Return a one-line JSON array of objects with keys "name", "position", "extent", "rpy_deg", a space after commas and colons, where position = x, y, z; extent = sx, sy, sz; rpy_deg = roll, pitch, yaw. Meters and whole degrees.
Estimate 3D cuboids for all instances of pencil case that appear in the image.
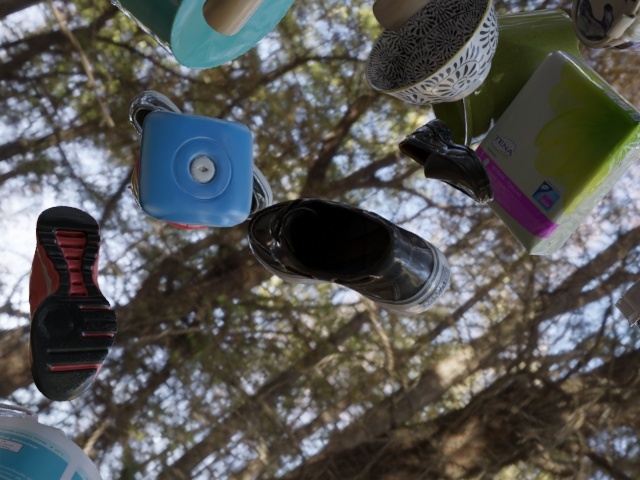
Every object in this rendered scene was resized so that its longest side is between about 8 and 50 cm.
[{"name": "pencil case", "position": [0.588, -0.346, 1.347], "extent": [0.160, 0.411, 0.183], "rpy_deg": [-55, -141, 38]}]

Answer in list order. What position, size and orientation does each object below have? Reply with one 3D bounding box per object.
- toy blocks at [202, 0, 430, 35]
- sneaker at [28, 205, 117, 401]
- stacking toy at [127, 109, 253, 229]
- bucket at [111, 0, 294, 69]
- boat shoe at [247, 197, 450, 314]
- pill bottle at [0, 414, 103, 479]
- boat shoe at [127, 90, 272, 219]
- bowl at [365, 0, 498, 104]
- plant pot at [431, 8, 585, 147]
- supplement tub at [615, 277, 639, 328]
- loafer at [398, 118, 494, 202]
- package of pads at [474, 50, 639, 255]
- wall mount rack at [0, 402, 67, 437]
[{"name": "toy blocks", "position": [0.011, -0.387, 0.779], "extent": [0.260, 0.289, 0.308], "rpy_deg": [-35, -107, 51]}, {"name": "sneaker", "position": [-0.370, 0.104, 1.222], "extent": [0.136, 0.116, 0.313], "rpy_deg": [123, -35, -45]}, {"name": "stacking toy", "position": [-0.242, -0.093, 1.326], "extent": [0.302, 0.175, 0.165], "rpy_deg": [-7, -100, 60]}, {"name": "bucket", "position": [-0.161, -0.384, 1.146], "extent": [0.183, 0.281, 0.281], "rpy_deg": [49, -33, 13]}, {"name": "boat shoe", "position": [0.000, 0.000, 0.667], "extent": [0.076, 0.080, 0.228], "rpy_deg": [36, -8, -38]}, {"name": "pill bottle", "position": [-0.192, 0.191, 0.406], "extent": [0.146, 0.146, 0.264], "rpy_deg": [60, -2, -7]}, {"name": "boat shoe", "position": [-0.232, -0.141, 1.571], "extent": [0.335, 0.121, 0.119], "rpy_deg": [38, 16, -18]}, {"name": "bowl", "position": [0.141, -0.210, 0.946], "extent": [0.080, 0.170, 0.170], "rpy_deg": [41, -23, -32]}, {"name": "plant pot", "position": [0.354, -0.327, 1.605], "extent": [0.276, 0.254, 0.276], "rpy_deg": [165, -90, -86]}, {"name": "supplement tub", "position": [0.513, 0.132, 0.902], "extent": [0.331, 0.241, 0.241], "rpy_deg": [52, -32, 20]}, {"name": "loafer", "position": [0.158, -0.091, 1.046], "extent": [0.170, 0.061, 0.062], "rpy_deg": [-125, -166, -53]}, {"name": "package of pads", "position": [0.407, -0.155, 1.466], "extent": [0.296, 0.101, 0.229], "rpy_deg": [-55, -128, 29]}, {"name": "wall mount rack", "position": [-0.482, 0.280, 1.042], "extent": [0.350, 0.304, 0.130], "rpy_deg": [169, -69, -77]}]
